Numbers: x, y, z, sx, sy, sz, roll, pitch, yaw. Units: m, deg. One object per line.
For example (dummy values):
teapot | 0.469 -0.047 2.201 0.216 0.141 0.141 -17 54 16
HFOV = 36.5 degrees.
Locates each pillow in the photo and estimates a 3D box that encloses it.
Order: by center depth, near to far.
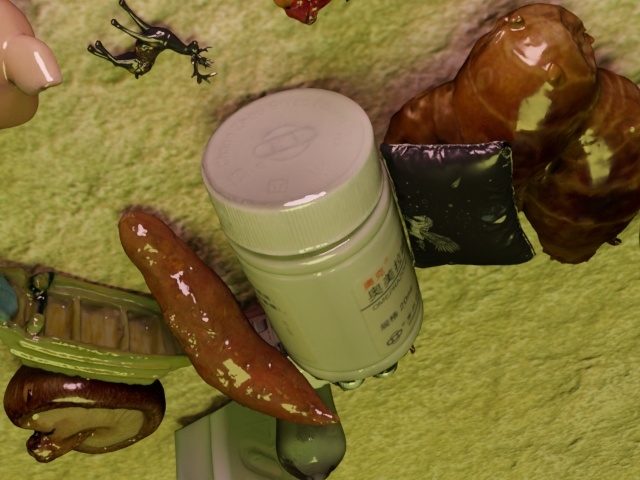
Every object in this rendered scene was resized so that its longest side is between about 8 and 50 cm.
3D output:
pillow | 0.145 -0.033 1.025 0.141 0.055 0.208 -3 144 19

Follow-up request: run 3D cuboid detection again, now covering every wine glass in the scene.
wine glass | -0.016 0.284 1.396 0.103 0.231 0.103 -7 142 -6

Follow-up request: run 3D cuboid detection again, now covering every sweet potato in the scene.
sweet potato | -0.128 0.112 1.178 0.354 0.095 0.106 47 133 -3

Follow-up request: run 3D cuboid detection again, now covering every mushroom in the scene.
mushroom | -0.319 0.210 1.331 0.194 0.138 0.231 -26 150 -3

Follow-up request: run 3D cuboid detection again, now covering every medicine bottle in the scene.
medicine bottle | 0.000 0.000 1.103 0.190 0.190 0.332 -16 140 5

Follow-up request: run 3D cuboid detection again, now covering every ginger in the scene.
ginger | 0.236 -0.091 1.083 0.274 0.152 0.357 -35 132 26

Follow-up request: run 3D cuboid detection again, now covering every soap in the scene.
soap | -0.108 0.430 1.454 0.115 0.347 0.208 -34 134 26

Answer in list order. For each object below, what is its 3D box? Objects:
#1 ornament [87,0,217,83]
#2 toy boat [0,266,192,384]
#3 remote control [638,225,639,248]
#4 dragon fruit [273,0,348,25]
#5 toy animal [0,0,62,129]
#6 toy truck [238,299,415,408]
ornament | -0.163 -0.187 0.978 0.125 0.028 0.073 21 129 -30
toy boat | -0.296 0.112 1.224 0.276 0.111 0.084 16 133 -29
remote control | 0.478 -0.085 1.164 0.221 0.103 0.332 -32 141 -14
dragon fruit | 0.001 -0.273 0.843 0.133 0.136 0.166 30 123 5
toy animal | -0.354 -0.131 0.902 0.166 0.154 0.250 24 126 -23
toy truck | 0.001 0.128 1.303 0.270 0.135 0.114 -17 137 0
